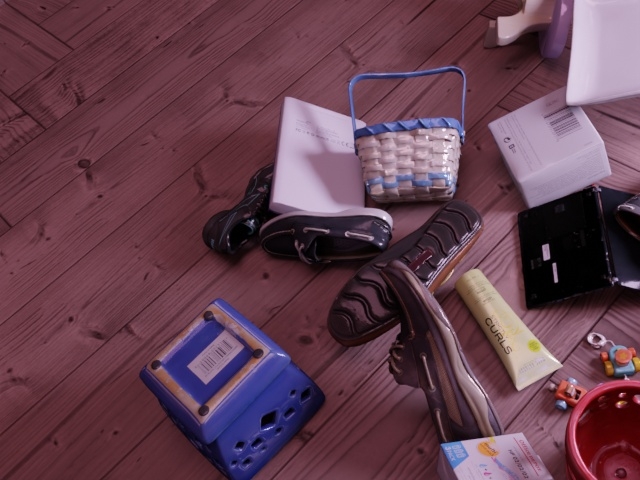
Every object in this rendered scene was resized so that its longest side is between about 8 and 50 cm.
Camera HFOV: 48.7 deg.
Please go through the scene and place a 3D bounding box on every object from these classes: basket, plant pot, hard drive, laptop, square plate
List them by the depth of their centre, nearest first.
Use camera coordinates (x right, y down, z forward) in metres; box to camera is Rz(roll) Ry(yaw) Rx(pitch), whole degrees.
[{"bbox_3d":[0.467,0.332,1.067,0.191,0.174,0.191,-8,52,11],"label":"plant pot"},{"bbox_3d":[-0.167,0.260,1.278,0.236,0.212,0.236,-44,54,-17],"label":"plant pot"},{"bbox_3d":[0.542,0.027,1.377,0.264,0.136,0.234,-22,46,33],"label":"laptop"},{"bbox_3d":[0.679,-0.411,1.410,0.344,0.049,0.347,-5,55,31],"label":"square plate"},{"bbox_3d":[0.186,-0.228,1.528,0.254,0.201,0.289,-1,85,14],"label":"basket"},{"bbox_3d":[0.000,-0.173,1.596,0.210,0.040,0.319,16,52,-16],"label":"hard drive"}]

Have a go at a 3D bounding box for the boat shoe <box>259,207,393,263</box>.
[{"bbox_3d":[0.000,0.000,1.468,0.302,0.114,0.091,-10,47,27],"label":"boat shoe"}]

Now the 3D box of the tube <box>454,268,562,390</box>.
[{"bbox_3d":[0.338,0.158,1.311,0.070,0.062,0.240,-51,51,28],"label":"tube"}]

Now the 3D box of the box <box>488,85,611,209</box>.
[{"bbox_3d":[0.473,-0.190,1.468,0.182,0.119,0.181,-26,50,14],"label":"box"}]

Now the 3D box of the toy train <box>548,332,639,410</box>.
[{"bbox_3d":[0.479,0.230,1.221,0.125,0.046,0.166,25,65,30],"label":"toy train"}]

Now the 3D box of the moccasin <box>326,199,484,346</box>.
[{"bbox_3d":[0.163,0.072,1.384,0.139,0.147,0.380,36,66,19],"label":"moccasin"}]

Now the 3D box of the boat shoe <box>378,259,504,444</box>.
[{"bbox_3d":[0.179,0.204,1.206,0.130,0.132,0.355,-28,79,2],"label":"boat shoe"}]

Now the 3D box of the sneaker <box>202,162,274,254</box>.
[{"bbox_3d":[-0.140,-0.066,1.578,0.267,0.101,0.106,-47,36,-8],"label":"sneaker"}]

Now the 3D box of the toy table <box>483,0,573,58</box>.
[{"bbox_3d":[0.500,-0.561,1.704,0.160,0.252,0.274,8,46,1],"label":"toy table"}]

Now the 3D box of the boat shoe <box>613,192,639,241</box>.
[{"bbox_3d":[0.633,0.012,1.281,0.079,0.084,0.233,-21,59,-26],"label":"boat shoe"}]

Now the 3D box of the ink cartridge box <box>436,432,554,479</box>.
[{"bbox_3d":[0.288,0.365,1.114,0.181,0.062,0.104,-4,29,-12],"label":"ink cartridge box"}]

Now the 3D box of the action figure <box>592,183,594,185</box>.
[{"bbox_3d":[0.541,-0.159,1.507,0.038,0.030,0.115,-43,53,-11],"label":"action figure"}]
